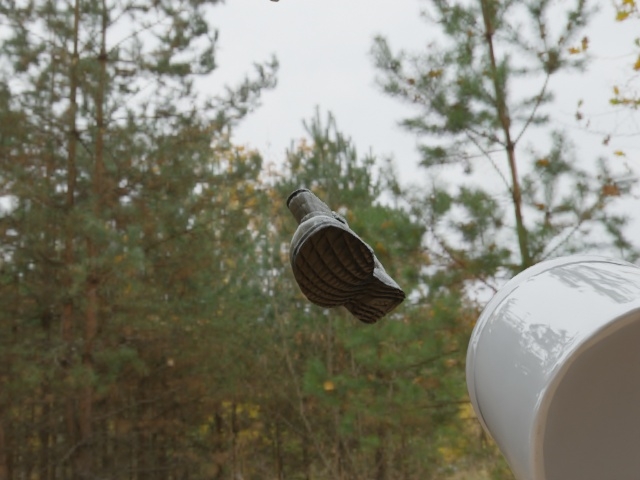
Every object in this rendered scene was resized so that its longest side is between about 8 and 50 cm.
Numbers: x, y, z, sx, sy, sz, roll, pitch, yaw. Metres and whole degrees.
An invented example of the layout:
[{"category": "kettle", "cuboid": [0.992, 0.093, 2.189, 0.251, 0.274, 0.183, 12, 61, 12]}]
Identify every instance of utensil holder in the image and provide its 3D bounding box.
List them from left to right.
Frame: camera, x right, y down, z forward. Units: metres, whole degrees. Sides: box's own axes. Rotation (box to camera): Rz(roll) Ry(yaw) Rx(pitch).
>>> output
[{"category": "utensil holder", "cuboid": [0.356, 0.188, 0.848, 0.328, 0.327, 0.385, -5, 1, 5]}]

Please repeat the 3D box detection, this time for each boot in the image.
[{"category": "boot", "cuboid": [0.000, 0.000, 0.834, 0.083, 0.161, 0.246, -39, -31, 5]}]
